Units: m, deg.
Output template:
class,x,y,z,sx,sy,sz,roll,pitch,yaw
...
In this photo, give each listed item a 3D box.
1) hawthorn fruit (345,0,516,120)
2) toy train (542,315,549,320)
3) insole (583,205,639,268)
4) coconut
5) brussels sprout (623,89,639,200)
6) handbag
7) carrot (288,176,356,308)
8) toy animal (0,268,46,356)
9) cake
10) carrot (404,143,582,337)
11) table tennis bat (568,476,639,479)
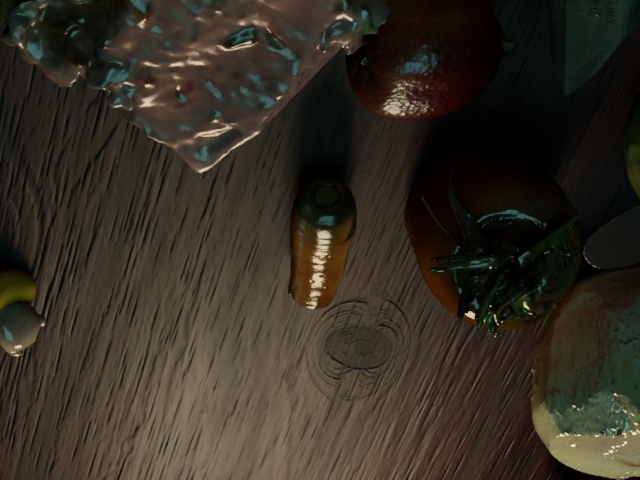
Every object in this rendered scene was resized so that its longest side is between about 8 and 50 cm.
class,x,y,z,sx,sy,sz,roll,pitch,yaw
hawthorn fruit,0.121,-0.213,1.718,0.188,0.169,0.169,1,133,-24
toy train,0.274,0.063,2.057,0.081,0.050,0.122,-2,136,-22
insole,0.399,-0.024,1.755,0.232,0.003,0.080,-24,126,26
coconut,0.418,0.164,2.020,0.297,0.254,0.297,9,158,4
brussels sprout,0.465,-0.104,1.828,0.219,0.210,0.271,-22,144,-20
handbag,0.307,-0.302,1.683,0.182,0.117,0.270,-39,140,-28
carrot,0.000,0.000,1.945,0.087,0.087,0.193,0,143,-7
toy animal,-0.403,0.083,1.979,0.082,0.091,0.114,-9,125,40
cake,-0.128,-0.281,1.540,0.314,0.293,0.307,-32,125,29
carrot,0.208,-0.004,1.847,0.193,0.331,0.214,-8,113,-2
table tennis bat,0.465,0.348,2.203,0.268,0.051,0.415,3,164,-24
